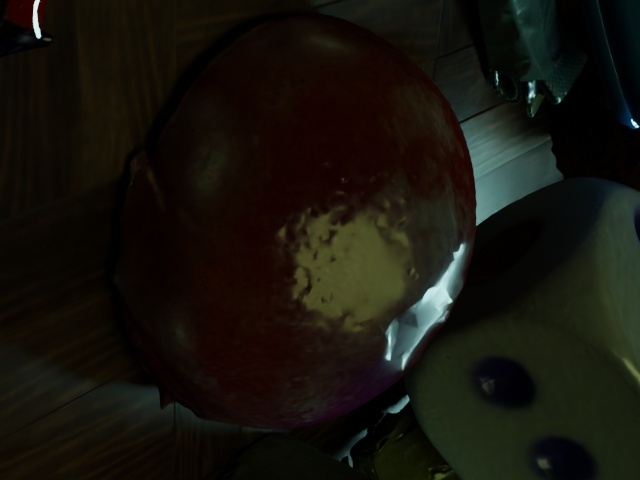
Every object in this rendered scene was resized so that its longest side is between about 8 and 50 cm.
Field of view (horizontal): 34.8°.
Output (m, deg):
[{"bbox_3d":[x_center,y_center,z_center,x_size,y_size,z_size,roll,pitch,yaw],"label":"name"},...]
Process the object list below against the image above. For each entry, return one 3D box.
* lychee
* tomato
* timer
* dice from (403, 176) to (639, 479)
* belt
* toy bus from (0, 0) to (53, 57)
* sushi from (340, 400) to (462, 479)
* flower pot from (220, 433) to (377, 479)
[{"bbox_3d":[0.384,-0.136,1.172,0.260,0.260,0.261,-34,137,-39],"label":"lychee"},{"bbox_3d":[0.000,0.005,0.774,0.335,0.176,0.290,-56,144,-11],"label":"tomato"},{"bbox_3d":[0.285,-0.279,0.913,0.309,0.115,0.340,-74,146,-45],"label":"timer"},{"bbox_3d":[0.253,0.106,1.058,0.251,0.243,0.259,52,38,-13],"label":"dice"},{"bbox_3d":[0.188,-0.227,0.959,0.072,0.087,0.302,-63,149,-19],"label":"belt"},{"bbox_3d":[-0.234,-0.158,0.369,0.302,0.127,0.147,15,94,-56],"label":"toy bus"},{"bbox_3d":[0.133,0.208,1.161,0.291,0.139,0.131,-28,178,-37],"label":"sushi"},{"bbox_3d":[0.000,0.293,0.943,0.212,0.202,0.212,-36,139,-40],"label":"flower pot"}]
